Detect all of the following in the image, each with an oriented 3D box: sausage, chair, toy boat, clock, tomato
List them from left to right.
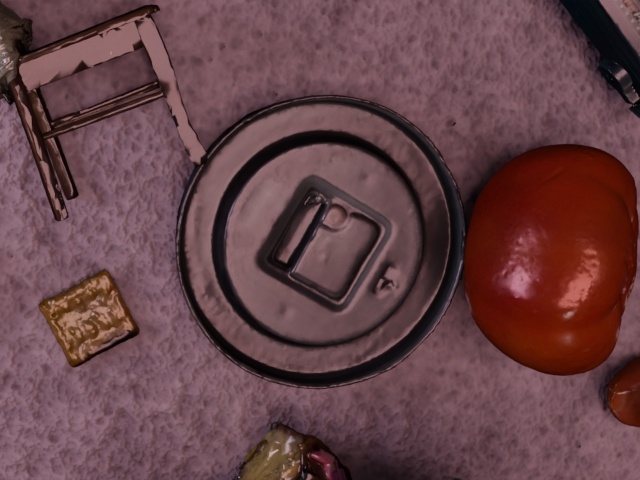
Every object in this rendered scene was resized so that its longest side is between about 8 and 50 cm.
[{"bbox_3d":[-0.246,-0.199,1.080,0.186,0.160,0.319,-22,104,-4],"label":"chair"},{"bbox_3d":[0.000,0.001,1.216,0.319,0.066,0.318,-2,99,-13],"label":"clock"},{"bbox_3d":[0.246,0.018,1.202,0.180,0.260,0.259,5,99,15],"label":"tomato"},{"bbox_3d":[0.316,-0.282,1.221,0.122,0.114,0.296,-38,106,2],"label":"toy boat"},{"bbox_3d":[0.421,0.178,1.344,0.179,0.089,0.089,-3,100,-10],"label":"sausage"}]

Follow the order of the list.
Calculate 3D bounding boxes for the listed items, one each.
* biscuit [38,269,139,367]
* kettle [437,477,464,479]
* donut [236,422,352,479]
[{"bbox_3d":[-0.245,0.083,1.194,0.083,0.018,0.081,-29,104,-8],"label":"biscuit"},{"bbox_3d":[0.135,0.409,1.091,0.320,0.247,0.342,14,92,9],"label":"kettle"},{"bbox_3d":[-0.102,0.370,1.219,0.345,0.136,0.259,-27,106,-7],"label":"donut"}]
